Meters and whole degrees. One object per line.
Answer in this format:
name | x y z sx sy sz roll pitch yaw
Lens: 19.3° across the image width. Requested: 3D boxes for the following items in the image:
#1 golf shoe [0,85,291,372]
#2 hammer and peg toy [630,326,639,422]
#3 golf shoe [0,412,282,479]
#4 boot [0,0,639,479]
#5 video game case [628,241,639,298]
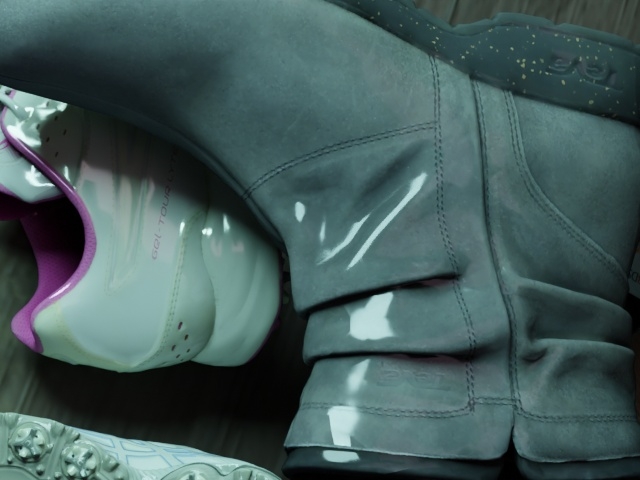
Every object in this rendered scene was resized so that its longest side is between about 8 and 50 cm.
golf shoe | -0.110 -0.082 0.925 0.140 0.115 0.306 -9 78 -23
hammer and peg toy | 0.206 0.233 0.968 0.266 0.127 0.361 -31 89 -31
golf shoe | -0.097 0.123 0.899 0.176 0.086 0.069 13 91 5
boot | 0.000 0.000 0.823 0.338 0.118 0.223 9 75 -12
video game case | 0.236 0.025 1.007 0.227 0.206 0.026 13 99 -21
